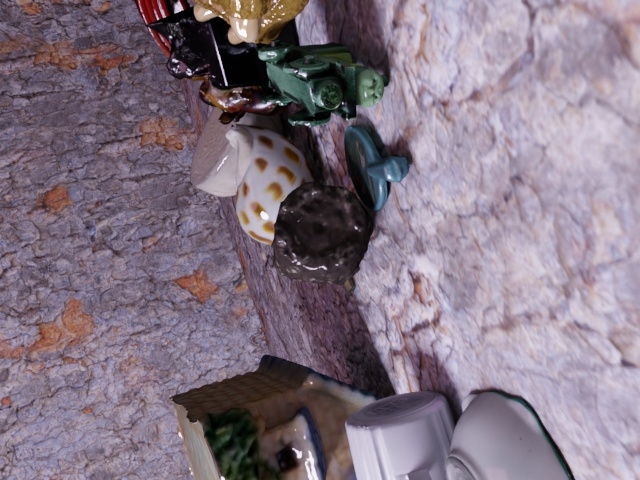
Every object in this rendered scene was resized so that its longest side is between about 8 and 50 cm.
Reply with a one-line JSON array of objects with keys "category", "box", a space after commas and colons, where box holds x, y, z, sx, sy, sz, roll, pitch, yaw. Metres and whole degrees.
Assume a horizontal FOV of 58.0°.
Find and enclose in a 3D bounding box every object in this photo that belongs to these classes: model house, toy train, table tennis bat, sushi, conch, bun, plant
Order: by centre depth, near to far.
[{"category": "toy train", "box": [0.002, -0.202, 0.718, 0.200, 0.132, 0.083, -131, 33, -54]}, {"category": "table tennis bat", "box": [0.071, -0.098, 0.777, 0.201, 0.033, 0.124, -148, 40, -75]}, {"category": "plant", "box": [-0.001, 0.002, 0.909, 0.274, 0.149, 0.146, 76, -141, -84]}, {"category": "sushi", "box": [-0.139, -0.318, 1.021, 0.227, 0.215, 0.212, 21, 135, 46]}, {"category": "conch", "box": [-0.080, -0.084, 1.057, 0.183, 0.148, 0.275, -82, -14, -60]}, {"category": "model house", "box": [-0.021, 0.444, 1.088, 0.395, 0.399, 0.446, -21, 85, 64]}, {"category": "bun", "box": [-0.152, -0.202, 1.251, 0.263, 0.175, 0.263, -41, 36, 40]}]

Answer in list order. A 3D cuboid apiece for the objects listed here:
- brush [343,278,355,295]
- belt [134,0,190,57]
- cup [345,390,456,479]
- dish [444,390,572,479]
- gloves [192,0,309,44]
[{"category": "brush", "box": [0.005, 0.000, 1.131, 0.043, 0.036, 0.248, 86, 161, -64]}, {"category": "belt", "box": [-0.250, -0.498, 1.119, 0.115, 0.227, 0.324, 52, 158, 47]}, {"category": "cup", "box": [0.141, 0.322, 0.778, 0.221, 0.166, 0.202, -22, 82, 59]}, {"category": "dish", "box": [0.200, 0.289, 0.651, 0.224, 0.078, 0.246, -133, 29, -57]}, {"category": "gloves", "box": [-0.060, -0.373, 0.664, 0.356, 0.155, 0.203, -55, 42, 47]}]
